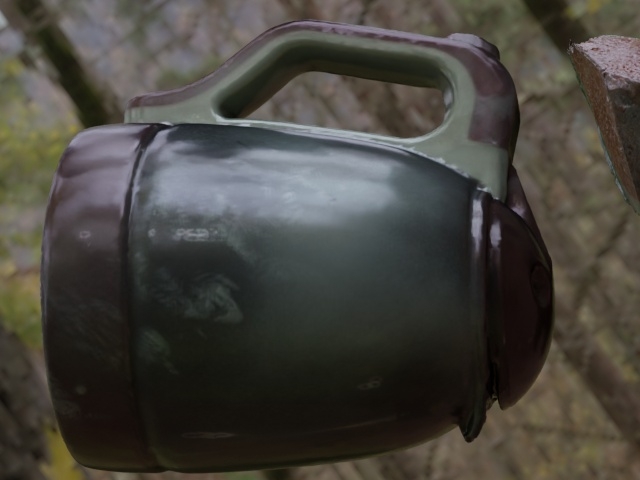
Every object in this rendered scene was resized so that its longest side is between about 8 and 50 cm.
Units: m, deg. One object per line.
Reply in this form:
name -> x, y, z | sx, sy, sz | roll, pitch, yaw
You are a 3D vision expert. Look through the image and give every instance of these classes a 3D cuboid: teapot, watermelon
teapot -> 0.000, 0.000, 1.281 | 0.312, 0.315, 0.233 | 0, -18, 9
watermelon -> 0.320, -0.108, 1.875 | 0.128, 0.146, 0.231 | -2, 20, -8
